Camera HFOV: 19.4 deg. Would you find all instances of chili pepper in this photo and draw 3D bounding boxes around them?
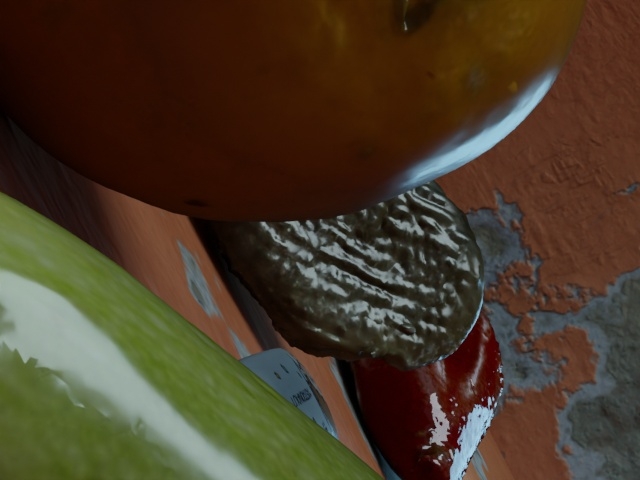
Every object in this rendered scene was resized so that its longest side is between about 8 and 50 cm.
[{"bbox_3d":[0.081,0.120,1.523,0.253,0.136,0.144,-71,160,-73],"label":"chili pepper"}]

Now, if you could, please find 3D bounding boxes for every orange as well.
[{"bbox_3d":[-0.024,-0.160,0.821,0.312,0.312,0.312,61,5,-9],"label":"orange"}]

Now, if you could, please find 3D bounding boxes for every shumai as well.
[{"bbox_3d":[0.000,0.000,1.247,0.209,0.161,0.153,27,-13,-21],"label":"shumai"}]

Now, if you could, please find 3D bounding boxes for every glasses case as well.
[{"bbox_3d":[-0.022,0.089,0.913,0.067,0.045,0.178,62,4,4],"label":"glasses case"}]

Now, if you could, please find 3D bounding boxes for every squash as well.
[{"bbox_3d":[-0.050,0.050,0.394,0.287,0.137,0.137,56,7,-30],"label":"squash"}]
